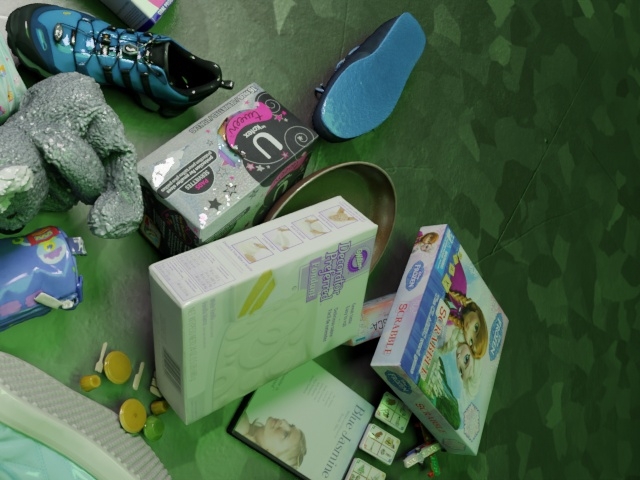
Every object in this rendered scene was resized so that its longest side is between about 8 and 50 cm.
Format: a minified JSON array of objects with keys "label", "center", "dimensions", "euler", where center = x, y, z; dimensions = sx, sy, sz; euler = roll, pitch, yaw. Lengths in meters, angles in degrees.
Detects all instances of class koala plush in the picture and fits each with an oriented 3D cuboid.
[{"label":"koala plush","center":[-0.356,-0.089,0.777],"dimensions":[0.221,0.196,0.203],"euler":[-30,131,-51]}]

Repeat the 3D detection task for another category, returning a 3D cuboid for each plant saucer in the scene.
[{"label":"plant saucer","center":[0.000,0.000,1.089],"dimensions":[0.311,0.050,0.310],"euler":[-27,138,-27]}]

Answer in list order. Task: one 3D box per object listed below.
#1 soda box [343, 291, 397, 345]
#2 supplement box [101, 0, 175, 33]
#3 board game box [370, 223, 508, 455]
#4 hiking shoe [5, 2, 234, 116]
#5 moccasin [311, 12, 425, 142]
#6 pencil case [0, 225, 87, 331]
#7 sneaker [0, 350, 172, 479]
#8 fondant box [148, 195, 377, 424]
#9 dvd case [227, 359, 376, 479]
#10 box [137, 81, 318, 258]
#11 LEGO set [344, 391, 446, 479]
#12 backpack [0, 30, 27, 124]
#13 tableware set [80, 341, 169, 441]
[{"label":"soda box","center":[0.104,0.144,1.222],"dimensions":[0.183,0.063,0.058],"euler":[-13,95,-36]},{"label":"supplement box","center":[-0.303,-0.422,0.944],"dimensions":[0.220,0.114,0.111],"euler":[40,78,-24]},{"label":"board game box","center":[0.245,0.191,1.252],"dimensions":[0.318,0.066,0.318],"euler":[50,49,-34]},{"label":"hiking shoe","center":[-0.273,-0.265,0.914],"dimensions":[0.304,0.132,0.113],"euler":[7,78,-50]},{"label":"moccasin","center":[0.086,-0.290,1.223],"dimensions":[0.137,0.117,0.342],"euler":[54,55,-20]},{"label":"pencil case","center":[-0.440,0.078,0.795],"dimensions":[0.306,0.133,0.119],"euler":[-22,139,-34]},{"label":"sneaker","center":[-0.347,0.295,0.865],"dimensions":[0.150,0.135,0.366],"euler":[-42,117,0]},{"label":"fondant box","center":[-0.080,0.097,0.969],"dimensions":[0.330,0.096,0.238],"euler":[-23,137,-33]},{"label":"dvd case","center":[-0.024,0.312,1.138],"dimensions":[0.253,0.022,0.180],"euler":[42,63,-26]},{"label":"box","center":[-0.143,-0.089,0.978],"dimensions":[0.142,0.163,0.247],"euler":[40,59,9]},{"label":"LEGO set","center":[0.162,0.421,1.249],"dimensions":[0.244,0.060,0.182],"euler":[36,69,-24]},{"label":"backpack","center":[-0.455,-0.225,0.811],"dimensions":[0.115,0.152,0.182],"euler":[-34,111,-36]},{"label":"tableware set","center":[-0.277,0.223,0.943],"dimensions":[0.154,0.024,0.104],"euler":[43,39,-39]}]
